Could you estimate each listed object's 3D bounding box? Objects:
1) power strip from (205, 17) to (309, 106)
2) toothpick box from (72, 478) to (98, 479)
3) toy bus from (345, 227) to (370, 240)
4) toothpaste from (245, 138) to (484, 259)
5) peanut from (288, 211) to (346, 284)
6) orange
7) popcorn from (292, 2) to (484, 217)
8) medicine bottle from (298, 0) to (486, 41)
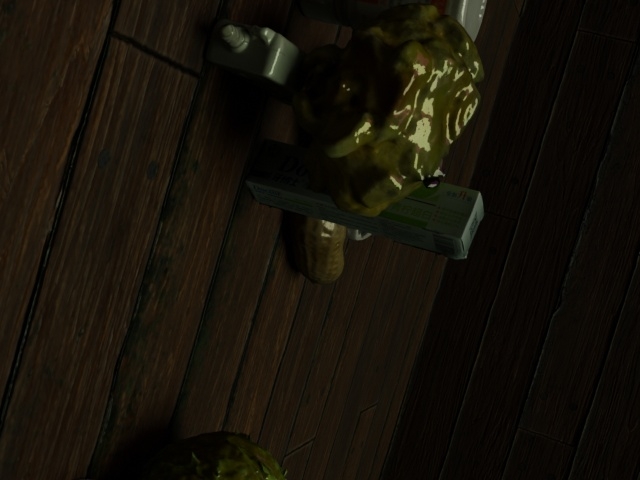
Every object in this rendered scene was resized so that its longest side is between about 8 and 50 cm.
[{"bbox_3d":[-0.052,-0.224,1.117,0.058,0.098,0.338,-71,161,3],"label":"power strip"},{"bbox_3d":[-0.279,0.373,1.000,0.098,0.098,0.149,15,92,-72],"label":"toothpick box"},{"bbox_3d":[0.076,-0.164,1.535,0.138,0.097,0.342,-39,142,-55],"label":"toy bus"},{"bbox_3d":[0.058,-0.061,1.198,0.081,0.336,0.067,-64,156,-22],"label":"toothpaste"},{"bbox_3d":[0.000,0.000,1.469,0.108,0.095,0.226,-56,156,-32],"label":"peanut"},{"bbox_3d":[-0.167,0.388,1.142,0.300,0.223,0.301,-63,180,22],"label":"orange"},{"bbox_3d":[0.084,-0.170,1.074,0.286,0.215,0.252,-65,167,-9],"label":"popcorn"},{"bbox_3d":[0.104,-0.357,1.204,0.144,0.252,0.144,-49,147,-48],"label":"medicine bottle"}]
